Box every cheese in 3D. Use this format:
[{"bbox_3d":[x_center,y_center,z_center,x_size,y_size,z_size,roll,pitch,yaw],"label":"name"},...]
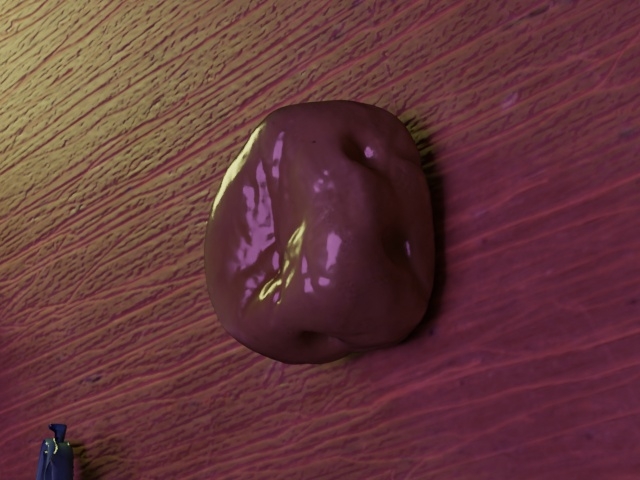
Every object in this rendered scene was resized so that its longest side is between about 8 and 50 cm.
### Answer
[{"bbox_3d":[0.000,0.000,1.262,0.218,0.117,0.235,35,112,47],"label":"cheese"}]

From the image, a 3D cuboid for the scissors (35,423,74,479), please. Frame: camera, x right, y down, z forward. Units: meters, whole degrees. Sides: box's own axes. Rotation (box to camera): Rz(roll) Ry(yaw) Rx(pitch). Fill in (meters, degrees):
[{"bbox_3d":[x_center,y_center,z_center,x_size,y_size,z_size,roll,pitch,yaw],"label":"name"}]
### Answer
[{"bbox_3d":[-0.292,0.381,1.576,0.180,0.032,0.392,-150,69,-75],"label":"scissors"}]
